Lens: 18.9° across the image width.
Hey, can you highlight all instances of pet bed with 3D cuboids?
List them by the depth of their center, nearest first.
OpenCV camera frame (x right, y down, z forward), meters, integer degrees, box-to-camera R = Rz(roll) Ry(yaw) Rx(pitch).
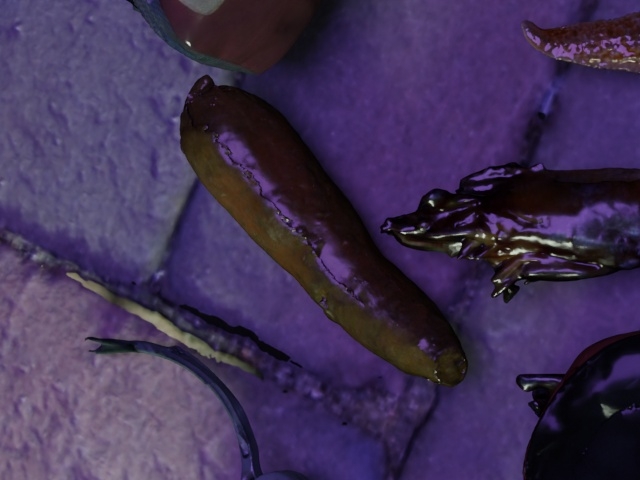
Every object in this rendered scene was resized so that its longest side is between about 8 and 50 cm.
[{"bbox_3d":[0.216,0.142,1.135,0.201,0.053,0.201,2,99,10],"label":"pet bed"}]

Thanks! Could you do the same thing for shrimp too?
[{"bbox_3d":[0.176,0.039,1.190,0.289,0.075,0.178,-1,86,11],"label":"shrimp"}]

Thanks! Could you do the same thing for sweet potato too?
[{"bbox_3d":[0.000,0.000,1.267,0.075,0.075,0.273,-45,72,13],"label":"sweet potato"}]

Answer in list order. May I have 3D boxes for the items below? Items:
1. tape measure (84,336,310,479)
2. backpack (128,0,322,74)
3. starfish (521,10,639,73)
[{"bbox_3d":[-0.079,0.186,1.273,0.330,0.084,0.164,36,95,22],"label":"tape measure"},{"bbox_3d":[-0.071,-0.301,1.267,0.283,0.197,0.317,-48,62,13],"label":"backpack"},{"bbox_3d":[0.274,-0.162,1.174,0.295,0.048,0.231,7,88,22],"label":"starfish"}]
